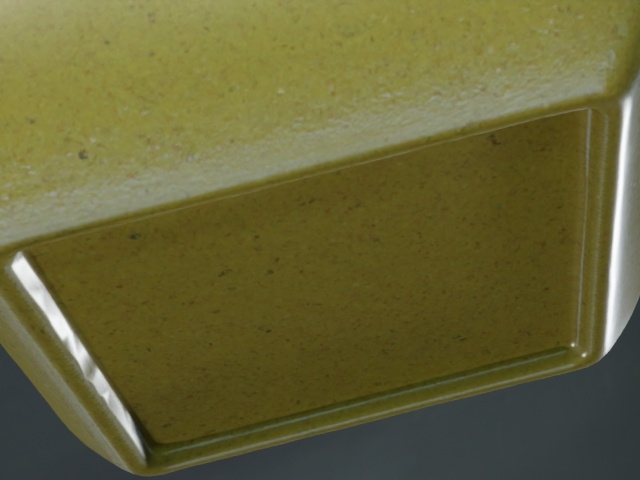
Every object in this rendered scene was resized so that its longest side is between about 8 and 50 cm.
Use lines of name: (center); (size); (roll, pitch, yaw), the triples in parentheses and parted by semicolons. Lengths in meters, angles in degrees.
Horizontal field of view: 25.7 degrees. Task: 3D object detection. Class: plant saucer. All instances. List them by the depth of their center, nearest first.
plant saucer: (0.000, 0.000, 0.596); (0.333, 0.081, 0.333); (-14, 150, 2)
